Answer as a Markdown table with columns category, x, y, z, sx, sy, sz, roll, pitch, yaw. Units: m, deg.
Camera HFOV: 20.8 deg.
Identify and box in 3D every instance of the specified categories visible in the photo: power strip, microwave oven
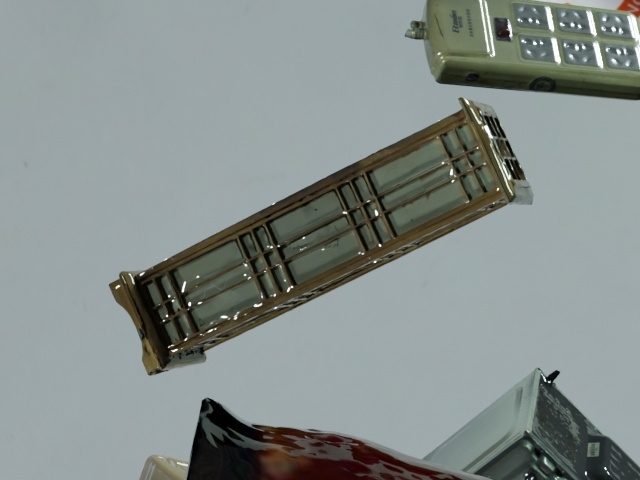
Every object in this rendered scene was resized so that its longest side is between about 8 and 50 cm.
| category | x | y | z | sx | sy | sz | roll | pitch | yaw |
| --- | --- | --- | --- | --- | --- | --- | --- | --- | --- |
| power strip | 0.139 | -0.133 | 1.178 | 0.168 | 0.028 | 0.076 | 4 | 50 | -10 |
| microwave oven | 0.182 | 0.233 | 1.359 | 0.205 | 0.129 | 0.163 | 43 | 115 | -8 |

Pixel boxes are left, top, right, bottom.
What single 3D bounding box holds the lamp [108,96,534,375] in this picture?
| category | x | y | z | sx | sy | sz | roll | pitch | yaw |
| --- | --- | --- | --- | --- | --- | --- | --- | --- | --- |
| lamp | 0.000 | 0.000 | 1.353 | 0.325 | 0.090 | 0.089 | -27 | 83 | 18 |

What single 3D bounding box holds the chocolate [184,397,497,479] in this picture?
| category | x | y | z | sx | sy | sz | roll | pitch | yaw |
| --- | --- | --- | --- | --- | --- | --- | --- | --- | --- |
| chocolate | 0.066 | 0.296 | 0.981 | 0.331 | 0.384 | 0.384 | 9 | 78 | 0 |

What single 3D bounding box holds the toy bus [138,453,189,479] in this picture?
| category | x | y | z | sx | sy | sz | roll | pitch | yaw |
| --- | --- | --- | --- | --- | --- | --- | --- | --- | --- |
| toy bus | -0.138 | 0.361 | 1.638 | 0.139 | 0.157 | 0.290 | 24 | 85 | -26 |

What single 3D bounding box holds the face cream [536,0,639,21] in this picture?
| category | x | y | z | sx | sy | sz | roll | pitch | yaw |
| --- | --- | --- | --- | --- | --- | --- | --- | --- | --- |
| face cream | 0.274 | -0.243 | 1.655 | 0.345 | 0.102 | 0.102 | 22 | 76 | -29 |
